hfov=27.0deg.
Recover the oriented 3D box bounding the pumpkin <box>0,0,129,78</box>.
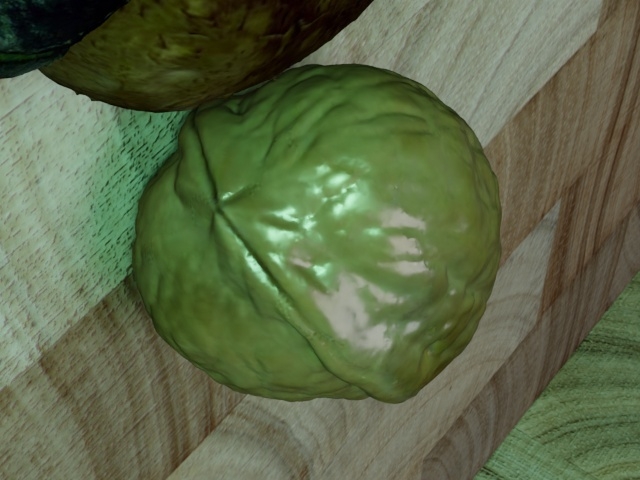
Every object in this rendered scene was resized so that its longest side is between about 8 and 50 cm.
[{"bbox_3d":[-0.167,-0.163,0.545,0.162,0.221,0.220,-55,160,-44],"label":"pumpkin"}]

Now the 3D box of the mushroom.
[{"bbox_3d":[-0.038,-0.214,0.767,0.345,0.239,0.345,-25,156,-12],"label":"mushroom"}]

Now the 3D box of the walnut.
[{"bbox_3d":[-0.001,-0.002,1.032,0.313,0.277,0.251,25,65,-62],"label":"walnut"}]
